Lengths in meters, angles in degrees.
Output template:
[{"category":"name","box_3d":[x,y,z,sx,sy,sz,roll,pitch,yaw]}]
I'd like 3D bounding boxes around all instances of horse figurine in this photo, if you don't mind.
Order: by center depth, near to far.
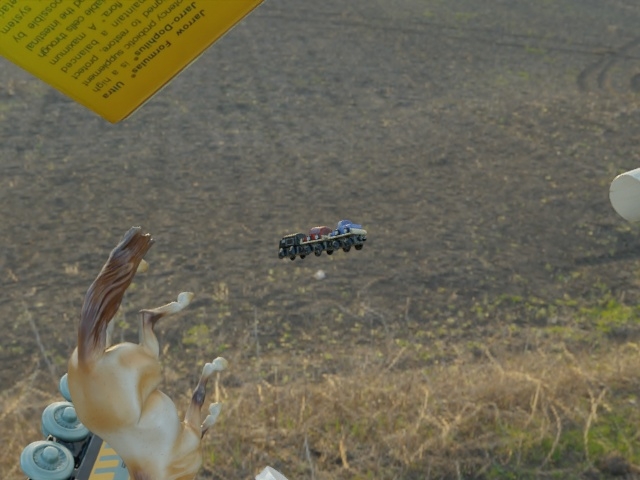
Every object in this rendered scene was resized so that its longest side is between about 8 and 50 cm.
[{"category":"horse figurine","box_3d":[-0.134,0.124,0.582,0.066,0.263,0.174,-8,30,20]}]

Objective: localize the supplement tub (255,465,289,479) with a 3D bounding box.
[{"category":"supplement tub","box_3d":[-0.086,0.388,0.862,0.199,0.144,0.144,-48,45,-10]}]

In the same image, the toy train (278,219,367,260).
[{"category":"toy train","box_3d":[0.000,0.000,0.891,0.027,0.036,0.158,8,-12,-39]}]

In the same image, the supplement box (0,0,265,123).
[{"category":"supplement box","box_3d":[-0.194,-0.261,0.408,0.356,0.195,0.194,32,27,-55]}]

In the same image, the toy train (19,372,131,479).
[{"category":"toy train","box_3d":[-0.362,0.339,1.143,0.190,0.142,0.334,24,22,-11]}]

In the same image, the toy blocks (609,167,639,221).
[{"category":"toy blocks","box_3d":[0.447,0.019,0.535,0.260,0.288,0.309,-18,-1,-24]}]
